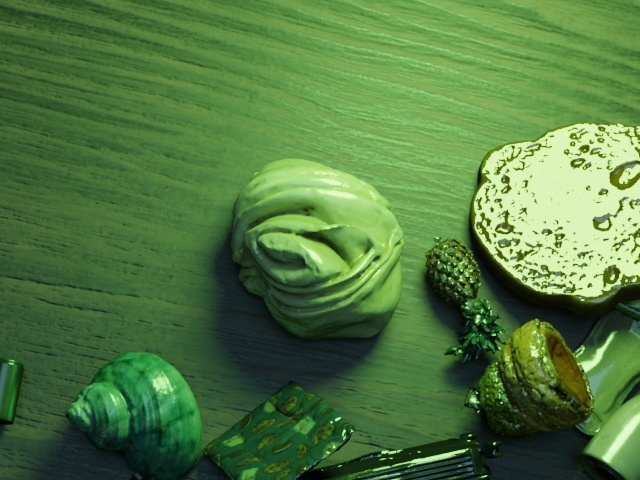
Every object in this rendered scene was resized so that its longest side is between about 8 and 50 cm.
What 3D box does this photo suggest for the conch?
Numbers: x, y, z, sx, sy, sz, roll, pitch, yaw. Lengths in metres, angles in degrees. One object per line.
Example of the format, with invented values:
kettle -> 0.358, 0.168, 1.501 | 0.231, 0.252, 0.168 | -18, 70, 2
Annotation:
conch -> -0.284, 0.266, 1.845 | 0.202, 0.134, 0.196 | -4, 65, -9

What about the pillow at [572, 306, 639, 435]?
pillow -> 0.467, 0.211, 1.989 | 0.130, 0.033, 0.217 | 40, 74, 11

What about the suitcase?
suitcase -> 0.111, 0.430, 1.800 | 0.335, 0.152, 0.229 | -11, 88, -9

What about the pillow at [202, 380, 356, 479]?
pillow -> -0.065, 0.301, 1.812 | 0.189, 0.255, 0.034 | -39, 112, -12

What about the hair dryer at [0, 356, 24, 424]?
hair dryer -> -0.566, 0.228, 1.881 | 0.198, 0.057, 0.100 | 5, 70, 2

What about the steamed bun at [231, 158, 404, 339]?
steamed bun -> -0.003, 0.000, 1.922 | 0.276, 0.203, 0.289 | -2, 72, -5

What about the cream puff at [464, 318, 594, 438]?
cream puff -> 0.316, 0.234, 1.902 | 0.169, 0.183, 0.183 | -32, 75, 24

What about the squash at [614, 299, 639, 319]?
squash -> 0.566, 0.035, 2.035 | 0.219, 0.041, 0.219 | 1, 65, -1

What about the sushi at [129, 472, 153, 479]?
sushi -> -0.256, 0.472, 1.829 | 0.193, 0.040, 0.210 | 26, 67, 26

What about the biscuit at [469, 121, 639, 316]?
biscuit -> 0.446, -0.053, 2.019 | 0.381, 0.074, 0.359 | -32, 68, -9

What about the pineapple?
pineapple -> 0.227, 0.092, 1.977 | 0.103, 0.083, 0.221 | -13, 73, -26

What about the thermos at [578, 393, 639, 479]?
thermos -> 0.516, 0.314, 1.929 | 0.193, 0.105, 0.137 | -48, 118, -19
